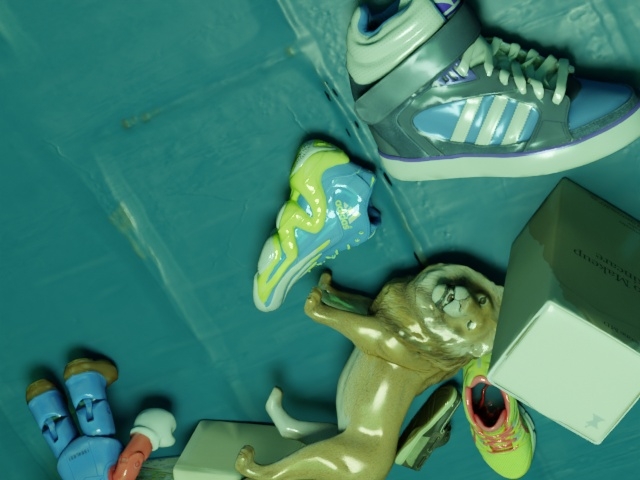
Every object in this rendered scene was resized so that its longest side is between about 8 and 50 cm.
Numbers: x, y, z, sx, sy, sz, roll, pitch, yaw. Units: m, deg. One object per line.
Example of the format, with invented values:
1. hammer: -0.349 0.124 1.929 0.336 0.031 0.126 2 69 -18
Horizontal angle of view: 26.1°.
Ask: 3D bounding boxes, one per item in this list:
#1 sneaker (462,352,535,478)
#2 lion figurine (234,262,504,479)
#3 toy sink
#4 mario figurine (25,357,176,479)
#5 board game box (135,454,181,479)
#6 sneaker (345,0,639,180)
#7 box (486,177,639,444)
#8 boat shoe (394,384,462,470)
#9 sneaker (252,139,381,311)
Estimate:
1. sneaker: 0.220 0.229 1.759 0.081 0.094 0.208 -14 115 16
2. lion figurine: 0.064 0.189 1.710 0.240 0.142 0.392 25 103 4
3. toy sink: -0.061 0.342 1.857 0.234 0.131 0.152 2 118 16
4. mario figurine: -0.285 0.329 1.832 0.170 0.320 0.198 -2 149 -36
5. board game box: -0.265 0.345 1.916 0.154 0.103 0.026 -8 115 16
6. sneaker: 0.184 -0.198 1.520 0.323 0.130 0.236 -7 120 21
7. box: 0.288 0.070 1.535 0.148 0.311 0.121 31 119 -5
8. boat shoe: 0.148 0.247 1.810 0.049 0.056 0.152 28 129 -9
9. sneaker: 0.000 0.000 1.687 0.126 0.091 0.240 20 119 0
